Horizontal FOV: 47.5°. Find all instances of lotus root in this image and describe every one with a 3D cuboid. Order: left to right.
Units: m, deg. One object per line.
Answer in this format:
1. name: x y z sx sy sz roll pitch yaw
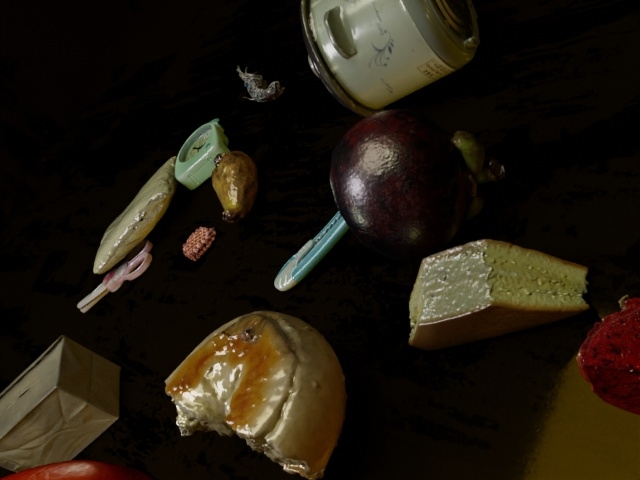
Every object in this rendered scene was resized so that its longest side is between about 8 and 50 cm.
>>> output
1. lotus root: -0.173 -0.104 1.502 0.191 0.094 0.108 -106 28 -42

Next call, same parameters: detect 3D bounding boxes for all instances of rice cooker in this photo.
1. rice cooker: 0.108 -0.367 1.264 0.316 0.264 0.316 -23 1 0

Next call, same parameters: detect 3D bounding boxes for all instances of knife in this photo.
1. knife: 0.000 0.000 1.229 0.222 0.031 0.064 -47 28 5

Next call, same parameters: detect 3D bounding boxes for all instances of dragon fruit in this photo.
1. dragon fruit: 0.324 0.109 0.679 0.162 0.083 0.106 -3 41 18

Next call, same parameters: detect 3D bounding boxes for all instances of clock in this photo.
1. clock: -0.285 -0.222 1.782 0.148 0.060 0.188 -37 34 22

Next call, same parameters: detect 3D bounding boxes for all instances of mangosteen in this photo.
1. mangosteen: 0.121 -0.083 0.992 0.216 0.216 0.216 -32 37 27

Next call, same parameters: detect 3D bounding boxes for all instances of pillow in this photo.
1. pillow: -0.445 -0.063 1.795 0.281 0.076 0.274 -46 19 12

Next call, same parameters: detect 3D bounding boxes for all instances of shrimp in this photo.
1. shrimp: -0.158 -0.376 1.767 0.076 0.082 0.174 -48 39 -4

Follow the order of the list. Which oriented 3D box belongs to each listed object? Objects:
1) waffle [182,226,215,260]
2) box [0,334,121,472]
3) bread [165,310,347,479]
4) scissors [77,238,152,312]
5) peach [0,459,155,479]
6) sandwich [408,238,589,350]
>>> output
1. waffle: -0.257 0.004 1.545 0.075 0.029 0.083 13 64 52
2. box: -0.526 0.331 1.426 0.231 0.155 0.149 -41 34 13
3. bread: -0.074 0.197 0.989 0.314 0.171 0.192 -4 52 48
4. scissors: -0.492 0.095 1.741 0.242 0.030 0.118 -39 31 12
5. peach: -0.325 0.443 0.880 0.388 0.388 0.388 -32 37 27
6. sandwich: 0.186 0.068 0.878 0.258 0.096 0.094 -22 47 41
